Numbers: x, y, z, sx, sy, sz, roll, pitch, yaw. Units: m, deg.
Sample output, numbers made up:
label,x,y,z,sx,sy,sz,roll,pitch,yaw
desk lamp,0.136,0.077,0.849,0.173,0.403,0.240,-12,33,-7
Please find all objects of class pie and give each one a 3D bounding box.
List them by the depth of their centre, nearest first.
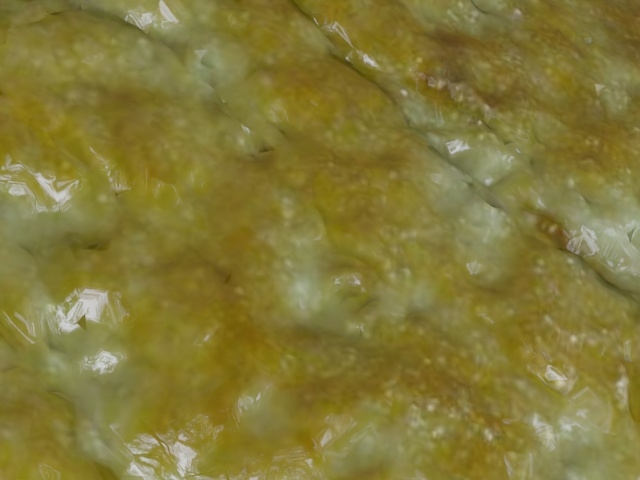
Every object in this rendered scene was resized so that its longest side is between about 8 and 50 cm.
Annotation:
label,x,y,z,sx,sy,sz,roll,pitch,yaw
pie,0.006,0.022,0.557,0.395,0.418,0.180,23,139,-8
